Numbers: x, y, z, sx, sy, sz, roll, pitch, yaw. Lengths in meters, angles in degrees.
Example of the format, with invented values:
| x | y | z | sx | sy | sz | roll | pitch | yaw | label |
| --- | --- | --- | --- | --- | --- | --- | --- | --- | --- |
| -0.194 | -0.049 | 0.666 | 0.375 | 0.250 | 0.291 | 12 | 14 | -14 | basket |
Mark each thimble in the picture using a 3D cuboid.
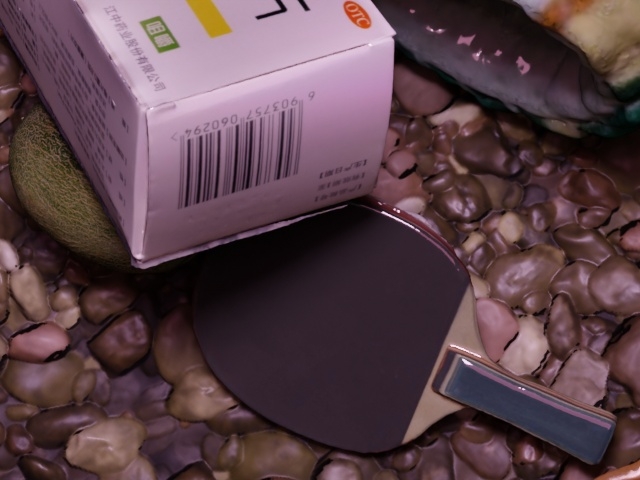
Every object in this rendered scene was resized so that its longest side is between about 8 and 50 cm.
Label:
| x | y | z | sx | sy | sz | roll | pitch | yaw | label |
| --- | --- | --- | --- | --- | --- | --- | --- | --- | --- |
| 0.129 | -0.197 | 1.289 | 0.288 | 0.254 | 0.167 | 26 | 78 | 25 | thimble |

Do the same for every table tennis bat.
| x | y | z | sx | sy | sz | roll | pitch | yaw | label |
| --- | --- | --- | --- | --- | --- | --- | --- | --- | --- |
| 0.057 | 0.072 | 1.326 | 0.301 | 0.022 | 0.173 | 23 | 101 | 7 | table tennis bat |

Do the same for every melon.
| x | y | z | sx | sy | sz | roll | pitch | yaw | label |
| --- | --- | --- | --- | --- | --- | --- | --- | --- | --- |
| -0.146 | -0.044 | 1.349 | 0.167 | 0.114 | 0.114 | 36 | 83 | 23 | melon |

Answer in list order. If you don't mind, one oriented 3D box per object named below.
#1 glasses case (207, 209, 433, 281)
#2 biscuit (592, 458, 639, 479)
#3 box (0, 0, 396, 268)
| x | y | z | sx | sy | sz | roll | pitch | yaw | label |
| --- | --- | --- | --- | --- | --- | --- | --- | --- | --- |
| 0.000 | 0.000 | 1.362 | 0.164 | 0.041 | 0.063 | 11 | 84 | 10 | glasses case |
| 0.253 | 0.210 | 1.289 | 0.186 | 0.044 | 0.295 | 36 | 83 | 15 | biscuit |
| -0.104 | -0.159 | 1.284 | 0.173 | 0.145 | 0.333 | -17 | 51 | -22 | box |
